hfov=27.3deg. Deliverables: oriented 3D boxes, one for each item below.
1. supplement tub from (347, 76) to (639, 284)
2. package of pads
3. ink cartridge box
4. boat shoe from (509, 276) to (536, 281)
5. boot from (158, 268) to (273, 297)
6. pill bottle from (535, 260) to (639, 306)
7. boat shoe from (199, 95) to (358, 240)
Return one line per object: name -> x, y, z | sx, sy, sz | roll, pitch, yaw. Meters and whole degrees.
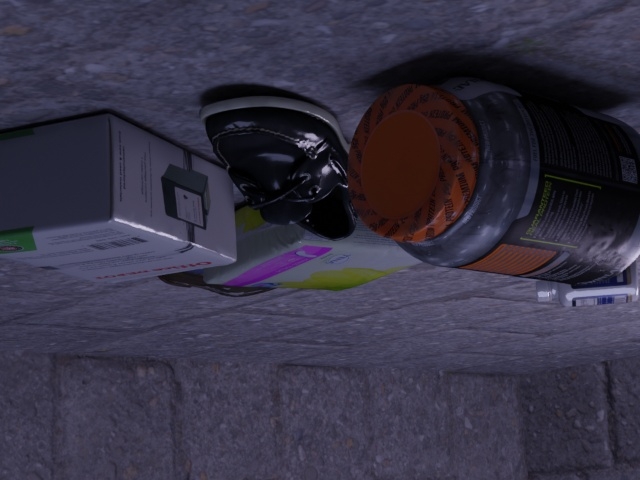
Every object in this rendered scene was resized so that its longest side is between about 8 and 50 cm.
supplement tub -> 0.191, -0.060, 1.362 | 0.316, 0.194, 0.193 | 9, 163, -43
package of pads -> 0.000, 0.000, 1.809 | 0.229, 0.101, 0.296 | 4, 166, -29
ink cartridge box -> -0.252, -0.038, 1.512 | 0.211, 0.122, 0.289 | -8, 167, 21
boat shoe -> 0.336, -0.009, 1.880 | 0.088, 0.096, 0.267 | 10, 161, -34
boot -> -0.140, 0.040, 2.009 | 0.219, 0.082, 0.106 | 1, 170, -11
pill bottle -> 0.451, 0.064, 2.242 | 0.169, 0.094, 0.094 | -5, 168, 8
boat shoe -> -0.034, -0.068, 1.452 | 0.127, 0.113, 0.340 | -6, 168, 14
